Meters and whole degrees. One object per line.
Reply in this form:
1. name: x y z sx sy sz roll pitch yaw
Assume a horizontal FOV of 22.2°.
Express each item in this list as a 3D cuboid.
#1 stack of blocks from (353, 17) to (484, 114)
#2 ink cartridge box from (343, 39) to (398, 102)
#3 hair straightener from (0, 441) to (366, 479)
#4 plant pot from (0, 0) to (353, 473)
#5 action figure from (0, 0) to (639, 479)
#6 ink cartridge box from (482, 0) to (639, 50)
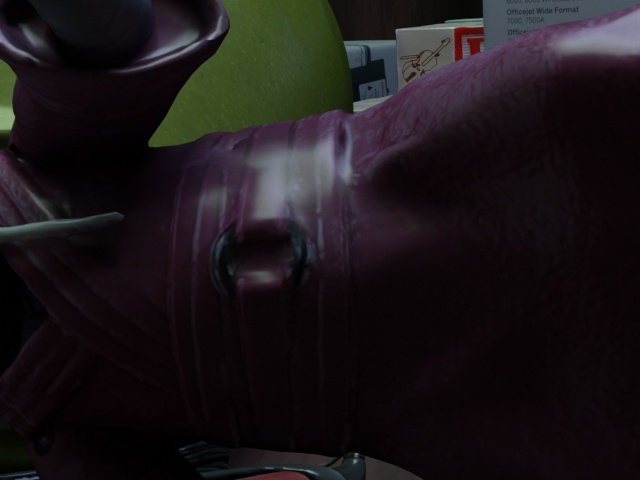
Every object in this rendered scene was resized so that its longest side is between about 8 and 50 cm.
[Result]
1. stack of blocks: 0.100 -0.058 1.078 0.087 0.171 0.297 1 10 27
2. ink cartridge box: -0.004 -0.089 1.371 0.087 0.153 0.208 4 12 33
3. hair straightener: -0.075 0.089 0.589 0.230 0.047 0.089 -11 12 -42
4. plant pot: -0.113 -0.022 0.731 0.275 0.274 0.293 -3 19 -2
5. action figure: 0.000 0.000 0.500 0.370 0.248 0.276 1 8 8
6. ink cartridge box: 0.209 -0.075 0.942 0.168 0.232 0.171 5 12 41
